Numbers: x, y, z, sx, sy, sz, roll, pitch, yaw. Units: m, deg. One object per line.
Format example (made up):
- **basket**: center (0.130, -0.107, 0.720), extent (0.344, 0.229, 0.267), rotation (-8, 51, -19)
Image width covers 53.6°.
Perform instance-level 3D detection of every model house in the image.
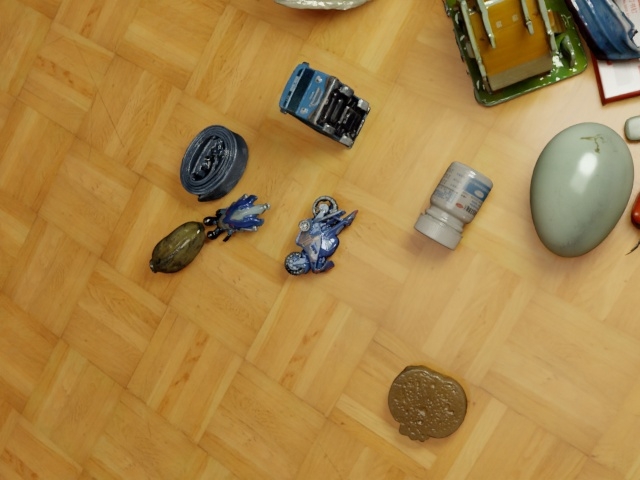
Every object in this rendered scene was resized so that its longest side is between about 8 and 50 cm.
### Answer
- **model house**: center (0.364, -0.494, 1.237), extent (0.242, 0.313, 0.357), rotation (-16, 80, 16)

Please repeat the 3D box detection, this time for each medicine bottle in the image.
- **medicine bottle**: center (0.282, -0.074, 1.344), extent (0.105, 0.105, 0.168), rotation (32, 97, 19)

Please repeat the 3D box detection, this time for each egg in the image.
- **egg**: center (0.500, -0.096, 1.226), extent (0.183, 0.183, 0.264), rotation (14, 97, 20)

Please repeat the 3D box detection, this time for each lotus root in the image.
- **lotus root**: center (-0.352, 0.021, 1.576), extent (0.179, 0.080, 0.089), rotation (-38, 69, 11)

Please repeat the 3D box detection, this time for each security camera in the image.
- **security camera**: center (0.654, -0.228, 1.256), extent (0.092, 0.058, 0.058), rotation (0, 86, 31)

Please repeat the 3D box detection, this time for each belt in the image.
- **belt**: center (-0.265, -0.188, 1.558), extent (0.141, 0.082, 0.190), rotation (38, 98, 23)

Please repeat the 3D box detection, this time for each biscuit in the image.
- **biscuit**: center (0.228, 0.354, 1.366), extent (0.170, 0.050, 0.170), rotation (2, 95, 20)

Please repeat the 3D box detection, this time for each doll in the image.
- **doll**: center (-0.198, -0.056, 1.534), extent (0.195, 0.070, 0.096), rotation (-19, 87, 29)

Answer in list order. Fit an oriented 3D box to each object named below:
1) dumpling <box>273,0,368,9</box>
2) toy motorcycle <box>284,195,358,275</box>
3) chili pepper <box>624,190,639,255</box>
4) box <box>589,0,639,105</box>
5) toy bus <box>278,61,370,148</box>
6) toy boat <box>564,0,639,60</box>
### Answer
- **dumpling**: center (0.031, -0.683, 1.454), extent (0.315, 0.233, 0.395), rotation (9, 74, -11)
- **toy motorcycle**: center (0.000, 0.000, 1.460), extent (0.114, 0.076, 0.205), rotation (28, 94, 10)
- **chili pepper**: center (0.646, -0.051, 1.225), extent (0.192, 0.084, 0.086), rotation (-59, 39, 5)
- **box**: center (0.609, -0.400, 1.277), extent (0.123, 0.050, 0.229), rotation (-11, 83, 18)
- **toy bus**: center (0.009, -0.293, 1.388), extent (0.133, 0.234, 0.116), rotation (30, 96, 21)
- **toy boat**: center (0.541, -0.481, 1.201), extent (0.142, 0.129, 0.309), rotation (-27, 94, 37)
